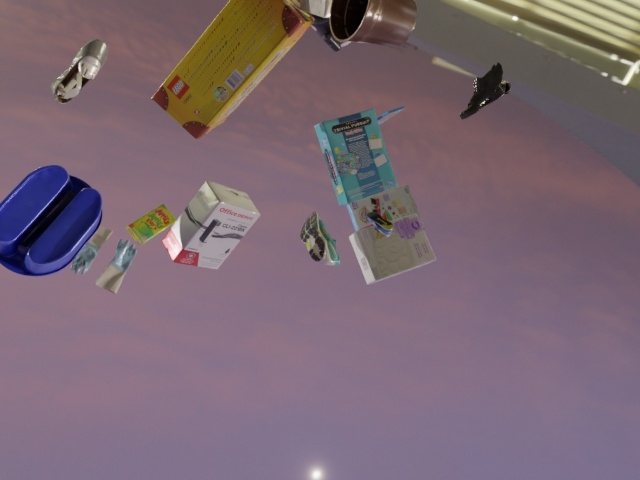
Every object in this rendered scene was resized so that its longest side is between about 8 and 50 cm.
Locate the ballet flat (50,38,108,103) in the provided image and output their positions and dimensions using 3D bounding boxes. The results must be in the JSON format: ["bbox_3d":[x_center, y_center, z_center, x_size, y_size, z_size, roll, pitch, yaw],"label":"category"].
[{"bbox_3d":[-0.632,-0.439,1.284,0.072,0.213,0.068,21,-140,-57],"label":"ballet flat"}]

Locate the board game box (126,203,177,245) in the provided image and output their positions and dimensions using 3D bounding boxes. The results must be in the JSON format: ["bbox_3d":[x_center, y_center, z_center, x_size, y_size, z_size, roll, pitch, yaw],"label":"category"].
[{"bbox_3d":[-0.696,-0.066,2.001,0.092,0.043,0.181,52,-129,-6],"label":"board game box"}]

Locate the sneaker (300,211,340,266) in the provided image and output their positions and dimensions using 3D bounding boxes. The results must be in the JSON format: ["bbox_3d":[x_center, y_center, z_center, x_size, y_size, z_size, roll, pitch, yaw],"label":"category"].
[{"bbox_3d":[0.000,0.000,1.839,0.110,0.107,0.275,24,-149,-34],"label":"sneaker"}]

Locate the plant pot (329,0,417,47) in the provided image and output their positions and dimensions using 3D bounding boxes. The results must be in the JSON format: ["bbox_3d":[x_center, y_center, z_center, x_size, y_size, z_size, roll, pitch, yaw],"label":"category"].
[{"bbox_3d":[0.135,-0.554,1.185,0.165,0.166,0.167,2,-150,-32],"label":"plant pot"}]

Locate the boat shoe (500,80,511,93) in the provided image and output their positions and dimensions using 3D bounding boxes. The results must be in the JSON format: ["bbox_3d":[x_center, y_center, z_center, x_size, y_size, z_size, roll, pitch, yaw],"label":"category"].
[{"bbox_3d":[0.682,-0.564,1.802,0.049,0.056,0.152,18,-153,30],"label":"boat shoe"}]

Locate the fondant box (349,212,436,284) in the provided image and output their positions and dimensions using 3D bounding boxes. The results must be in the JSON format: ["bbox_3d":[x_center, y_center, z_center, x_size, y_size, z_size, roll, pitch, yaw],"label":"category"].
[{"bbox_3d":[0.326,0.035,2.195,0.331,0.096,0.238,-17,-101,-22],"label":"fondant box"}]

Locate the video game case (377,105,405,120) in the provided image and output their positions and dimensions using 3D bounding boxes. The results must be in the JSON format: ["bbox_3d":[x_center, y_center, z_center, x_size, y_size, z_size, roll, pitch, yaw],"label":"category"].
[{"bbox_3d":[0.294,-0.565,2.231,0.119,0.166,0.015,-28,-87,-38],"label":"video game case"}]

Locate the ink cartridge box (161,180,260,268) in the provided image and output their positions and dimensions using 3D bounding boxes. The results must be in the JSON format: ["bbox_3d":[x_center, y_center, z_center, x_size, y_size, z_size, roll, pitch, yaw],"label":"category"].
[{"bbox_3d":[-0.363,-0.045,1.624,0.197,0.272,0.114,16,-151,-54],"label":"ink cartridge box"}]

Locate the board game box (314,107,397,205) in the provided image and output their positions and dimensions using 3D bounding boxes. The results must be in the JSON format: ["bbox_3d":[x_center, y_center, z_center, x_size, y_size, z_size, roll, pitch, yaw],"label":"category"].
[{"bbox_3d":[0.148,-0.340,1.972,0.254,0.335,0.079,-21,-173,-25],"label":"board game box"}]

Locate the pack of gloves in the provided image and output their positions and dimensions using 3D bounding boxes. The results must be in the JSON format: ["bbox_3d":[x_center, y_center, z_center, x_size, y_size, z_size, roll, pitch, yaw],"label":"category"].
[{"bbox_3d":[-0.777,0.050,1.750,0.195,0.046,0.232,33,-137,-23],"label":"pack of gloves"}]

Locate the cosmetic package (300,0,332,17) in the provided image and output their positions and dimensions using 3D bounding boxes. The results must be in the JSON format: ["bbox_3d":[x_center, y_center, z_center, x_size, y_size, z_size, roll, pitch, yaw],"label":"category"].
[{"bbox_3d":[-0.006,-0.664,1.353,0.041,0.060,0.115,-20,-136,-34],"label":"cosmetic package"}]

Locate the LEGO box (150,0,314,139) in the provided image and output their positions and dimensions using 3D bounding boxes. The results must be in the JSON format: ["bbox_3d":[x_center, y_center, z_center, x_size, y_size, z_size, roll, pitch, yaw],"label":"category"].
[{"bbox_3d":[-0.271,-0.605,1.594,0.193,0.500,0.372,43,-159,-14],"label":"LEGO box"}]

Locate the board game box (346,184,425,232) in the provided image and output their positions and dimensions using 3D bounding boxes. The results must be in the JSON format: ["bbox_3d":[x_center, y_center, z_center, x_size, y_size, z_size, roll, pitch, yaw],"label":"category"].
[{"bbox_3d":[0.314,-0.114,2.351,0.317,0.064,0.242,-15,-106,-9],"label":"board game box"}]

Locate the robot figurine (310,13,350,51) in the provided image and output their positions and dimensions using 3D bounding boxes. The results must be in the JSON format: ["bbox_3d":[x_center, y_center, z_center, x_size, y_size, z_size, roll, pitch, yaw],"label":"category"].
[{"bbox_3d":[0.046,-0.881,1.902,0.174,0.209,0.278,42,-170,26],"label":"robot figurine"}]

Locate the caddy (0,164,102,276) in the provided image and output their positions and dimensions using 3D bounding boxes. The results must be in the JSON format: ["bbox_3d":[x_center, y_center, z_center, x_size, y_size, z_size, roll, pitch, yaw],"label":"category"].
[{"bbox_3d":[-0.807,-0.058,1.436,0.241,0.179,0.341,38,-118,-16],"label":"caddy"}]

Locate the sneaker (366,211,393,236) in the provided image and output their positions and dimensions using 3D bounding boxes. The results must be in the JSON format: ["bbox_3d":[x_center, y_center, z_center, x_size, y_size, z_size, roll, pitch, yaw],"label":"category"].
[{"bbox_3d":[0.235,-0.065,1.959,0.053,0.059,0.144,-25,-134,-22],"label":"sneaker"}]

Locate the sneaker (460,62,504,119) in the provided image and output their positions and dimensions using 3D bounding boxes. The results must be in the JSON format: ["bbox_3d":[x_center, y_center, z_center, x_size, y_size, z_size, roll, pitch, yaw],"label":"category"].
[{"bbox_3d":[0.448,-0.419,1.362,0.089,0.170,0.051,58,178,-5],"label":"sneaker"}]
